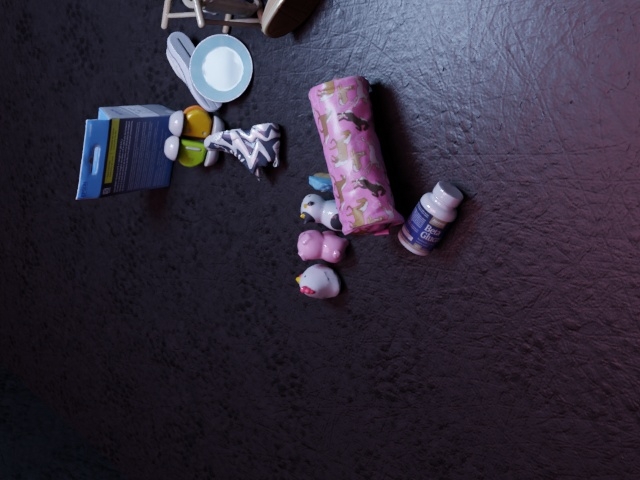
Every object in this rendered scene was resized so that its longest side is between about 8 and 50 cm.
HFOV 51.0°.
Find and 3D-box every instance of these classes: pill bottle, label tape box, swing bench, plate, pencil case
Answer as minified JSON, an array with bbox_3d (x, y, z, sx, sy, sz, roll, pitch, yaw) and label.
[{"bbox_3d":[0.263,-0.054,1.590,0.094,0.094,0.169,43,123,21],"label":"pill bottle"},{"bbox_3d":[-0.601,-0.273,2.029,0.115,0.347,0.249,29,117,29],"label":"label tape box"},{"bbox_3d":[-0.277,-0.677,1.750,0.165,0.253,0.255,11,108,35],"label":"swing bench"},{"bbox_3d":[-0.281,-0.488,1.910,0.188,0.024,0.188,1,97,10],"label":"plate"},{"bbox_3d":[0.086,-0.198,1.621,0.160,0.167,0.386,-24,78,58],"label":"pencil case"}]

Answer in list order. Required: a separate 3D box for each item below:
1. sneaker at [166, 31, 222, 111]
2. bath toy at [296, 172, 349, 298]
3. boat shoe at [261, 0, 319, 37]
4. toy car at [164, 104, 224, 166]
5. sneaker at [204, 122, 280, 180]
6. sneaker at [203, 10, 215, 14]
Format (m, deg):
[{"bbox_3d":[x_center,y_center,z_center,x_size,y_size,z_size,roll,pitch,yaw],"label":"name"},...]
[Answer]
[{"bbox_3d":[-0.369,-0.488,1.982,0.258,0.094,0.091,62,157,3],"label":"sneaker"},{"bbox_3d":[0.000,0.000,1.782,0.151,0.129,0.348,22,114,31],"label":"bath toy"},{"bbox_3d":[-0.052,-0.667,1.676,0.110,0.121,0.341,49,115,23],"label":"boat shoe"},{"bbox_3d":[-0.379,-0.314,2.000,0.136,0.159,0.182,-121,42,-56],"label":"toy car"},{"bbox_3d":[-0.215,-0.238,1.894,0.235,0.094,0.153,-8,95,16],"label":"sneaker"},{"bbox_3d":[-0.327,-0.719,1.900,0.053,0.061,0.152,-7,95,40],"label":"sneaker"}]
